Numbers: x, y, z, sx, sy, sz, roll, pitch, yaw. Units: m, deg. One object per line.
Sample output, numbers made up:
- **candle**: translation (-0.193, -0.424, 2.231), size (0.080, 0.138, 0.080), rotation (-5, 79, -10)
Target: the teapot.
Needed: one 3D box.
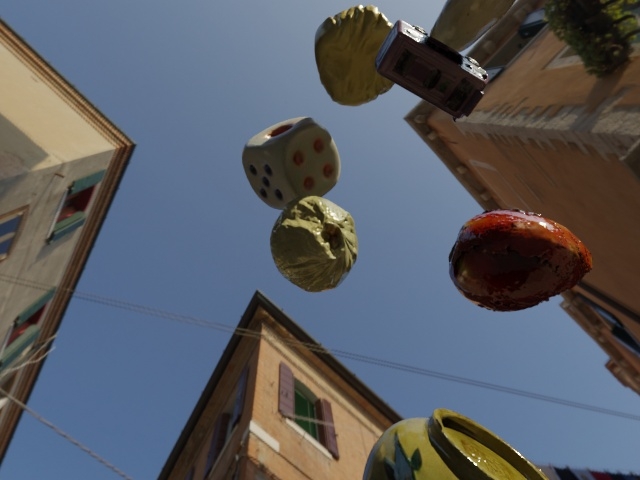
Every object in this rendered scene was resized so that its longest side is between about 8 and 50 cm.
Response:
- **teapot**: translation (0.102, 0.251, 0.423), size (0.173, 0.269, 0.183), rotation (29, -85, 0)

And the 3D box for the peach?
- **peach**: translation (0.244, 0.031, 0.618), size (0.172, 0.092, 0.127), rotation (6, -63, 31)

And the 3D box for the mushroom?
- **mushroom**: translation (0.298, -0.431, 0.755), size (0.095, 0.123, 0.351), rotation (42, -48, -5)

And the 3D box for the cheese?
- **cheese**: translation (0.095, -0.455, 1.218), size (0.213, 0.117, 0.226), rotation (-15, -61, 11)

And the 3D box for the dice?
- **dice**: translation (-0.075, -0.202, 1.286), size (0.193, 0.194, 0.192), rotation (-41, -61, -30)

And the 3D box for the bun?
- **bun**: translation (0.000, 0.000, 1.074), size (0.220, 0.134, 0.221), rotation (6, -101, -35)

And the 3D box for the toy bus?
- **toy bus**: translation (0.178, -0.267, 0.783), size (0.178, 0.098, 0.087), rotation (26, -57, -10)
